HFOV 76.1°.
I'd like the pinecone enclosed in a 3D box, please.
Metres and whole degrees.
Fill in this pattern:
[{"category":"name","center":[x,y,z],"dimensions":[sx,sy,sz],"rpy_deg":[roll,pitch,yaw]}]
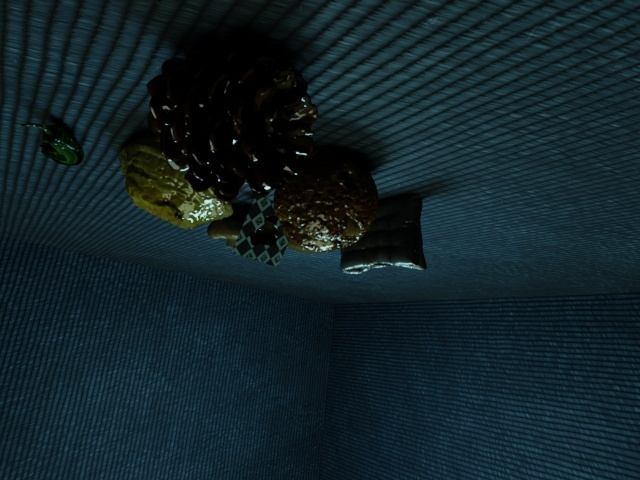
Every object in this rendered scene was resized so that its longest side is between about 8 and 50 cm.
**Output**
[{"category":"pinecone","center":[-0.146,-0.200,0.753],"dimensions":[0.295,0.243,0.298],"rpy_deg":[-2,157,33]}]

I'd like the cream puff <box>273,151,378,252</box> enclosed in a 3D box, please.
[{"category":"cream puff","center":[0.013,-0.083,1.105],"dimensions":[0.302,0.212,0.303],"rpy_deg":[2,150,1]}]

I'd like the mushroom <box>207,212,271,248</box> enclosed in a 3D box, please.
[{"category":"mushroom","center":[-0.303,-0.030,1.594],"dimensions":[0.277,0.146,0.278],"rpy_deg":[11,175,1]}]

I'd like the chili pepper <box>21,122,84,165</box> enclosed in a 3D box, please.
[{"category":"chili pepper","center":[-0.696,-0.259,1.088],"dimensions":[0.122,0.065,0.278],"rpy_deg":[10,169,-27]}]

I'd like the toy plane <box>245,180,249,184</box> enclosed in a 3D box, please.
[{"category":"toy plane","center":[-0.261,-0.200,1.129],"dimensions":[0.194,0.077,0.126],"rpy_deg":[2,163,44]}]

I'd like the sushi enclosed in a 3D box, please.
[{"category":"sushi","center":[-0.204,-0.035,1.483],"dimensions":[0.047,0.220,0.231],"rpy_deg":[24,-179,43]}]

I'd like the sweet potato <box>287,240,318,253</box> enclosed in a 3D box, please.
[{"category":"sweet potato","center":[0.000,0.000,1.687],"dimensions":[0.384,0.109,0.109],"rpy_deg":[-3,162,30]}]

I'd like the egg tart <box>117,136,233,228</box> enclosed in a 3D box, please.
[{"category":"egg tart","center":[-0.412,-0.142,1.134],"dimensions":[0.351,0.153,0.339],"rpy_deg":[31,162,-13]}]

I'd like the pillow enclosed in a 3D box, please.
[{"category":"pillow","center":[0.192,-0.009,1.343],"dimensions":[0.326,0.229,0.101],"rpy_deg":[-9,164,41]}]
